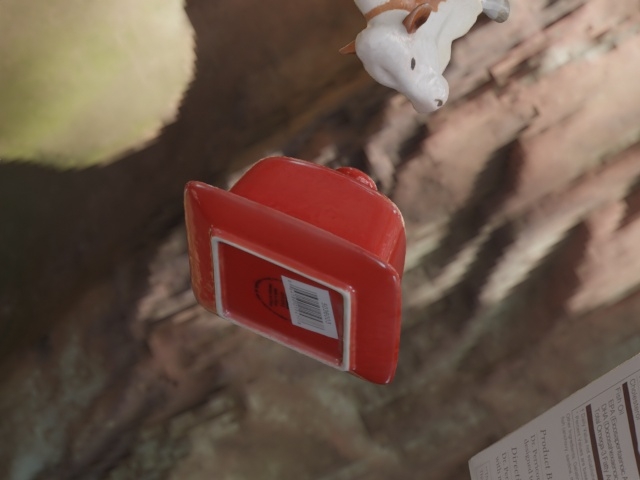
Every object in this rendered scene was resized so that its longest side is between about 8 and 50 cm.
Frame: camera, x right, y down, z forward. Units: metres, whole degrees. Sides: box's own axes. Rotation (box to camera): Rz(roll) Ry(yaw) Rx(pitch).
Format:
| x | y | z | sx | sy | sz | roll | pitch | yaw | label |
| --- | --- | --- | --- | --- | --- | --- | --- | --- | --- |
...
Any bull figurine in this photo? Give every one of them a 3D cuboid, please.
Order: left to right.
| x | y | z | sx | sy | sz | roll | pitch | yaw | label |
| --- | --- | --- | --- | --- | --- | --- | --- | --- | --- |
| 0.068 | -0.230 | 1.472 | 0.188 | 0.310 | 0.101 | 2 | 139 | -37 | bull figurine |

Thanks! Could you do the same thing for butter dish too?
| x | y | z | sx | sy | sz | roll | pitch | yaw | label |
| --- | --- | --- | --- | --- | --- | --- | --- | --- | --- |
| 0.000 | 0.000 | 1.268 | 0.118 | 0.160 | 0.160 | -57 | 162 | -30 | butter dish |

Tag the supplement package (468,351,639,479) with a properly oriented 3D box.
| x | y | z | sx | sy | sz | roll | pitch | yaw | label |
| --- | --- | --- | --- | --- | --- | --- | --- | --- | --- |
| 0.188 | 0.107 | 0.735 | 0.139 | 0.134 | 0.244 | 5 | 152 | -30 | supplement package |
